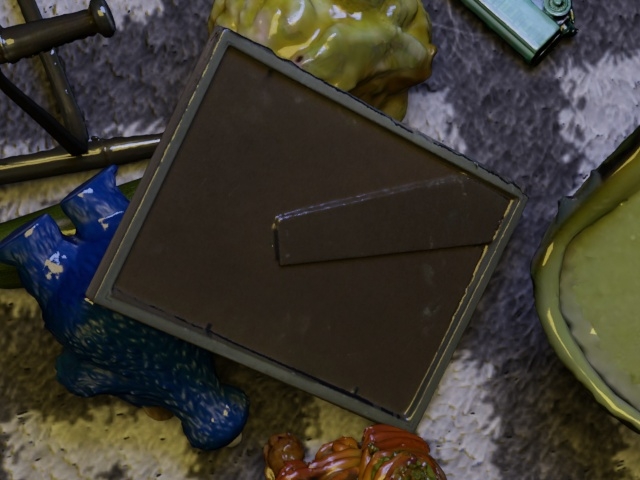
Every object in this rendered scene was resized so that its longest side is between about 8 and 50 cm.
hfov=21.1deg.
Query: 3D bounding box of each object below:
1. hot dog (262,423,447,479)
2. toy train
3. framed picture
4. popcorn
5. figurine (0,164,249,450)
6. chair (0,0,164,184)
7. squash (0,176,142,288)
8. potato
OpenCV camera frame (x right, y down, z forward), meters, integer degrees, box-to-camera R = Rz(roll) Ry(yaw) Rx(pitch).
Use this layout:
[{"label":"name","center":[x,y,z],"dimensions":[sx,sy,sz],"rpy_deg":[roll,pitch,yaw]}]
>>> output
[{"label":"hot dog","center":[0.035,0.224,1.254],"dimensions":[0.158,0.349,0.117],"rpy_deg":[-19,109,1]},{"label":"toy train","center":[0.159,-0.218,1.494],"dimensions":[0.148,0.038,0.071],"rpy_deg":[43,85,9]},{"label":"framed picture","center":[0.000,0.000,1.348],"dimensions":[0.315,0.024,0.232],"rpy_deg":[26,90,-28]},{"label":"popcorn","center":[-0.006,-0.157,1.413],"dimensions":[0.185,0.167,0.187],"rpy_deg":[-48,124,-19]},{"label":"figurine","center":[-0.140,0.069,1.371],"dimensions":[0.262,0.121,0.164],"rpy_deg":[41,91,-17]},{"label":"chair","center":[-0.371,-0.188,1.351],"dimensions":[0.410,0.364,0.362],"rpy_deg":[-23,78,1]},{"label":"squash","center":[-0.173,-0.011,1.443],"dimensions":[0.252,0.066,0.066],"rpy_deg":[-18,77,-2]},{"label":"potato","center":[0.323,0.022,1.372],"dimensions":[0.280,0.213,0.330],"rpy_deg":[-29,87,14]}]
